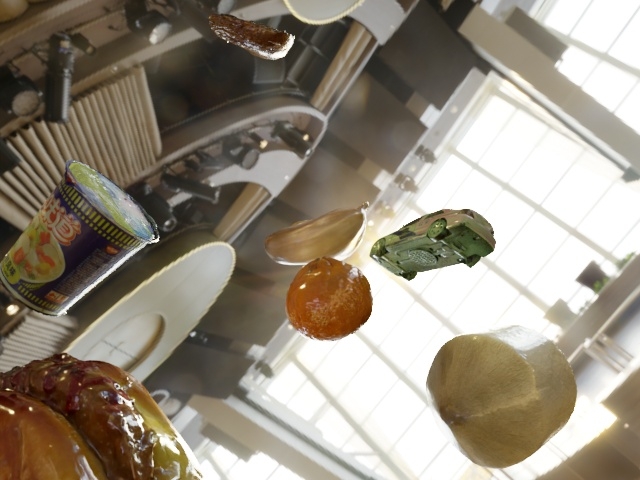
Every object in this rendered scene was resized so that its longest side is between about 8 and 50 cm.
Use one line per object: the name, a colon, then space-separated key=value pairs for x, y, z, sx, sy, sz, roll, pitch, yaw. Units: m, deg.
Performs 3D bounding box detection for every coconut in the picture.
coconut: x=0.309 y=0.271 z=1.009 sx=0.265 sy=0.237 sz=0.237 roll=-12 pitch=-41 yaw=-45

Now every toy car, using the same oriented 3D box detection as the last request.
toy car: x=0.177 y=0.003 z=0.920 sx=0.224 sy=0.090 sz=0.076 roll=-20 pitch=42 yaw=52

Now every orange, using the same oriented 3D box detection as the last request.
orange: x=0.010 y=0.086 z=0.841 sx=0.135 sy=0.117 sz=0.135 roll=-34 pitch=7 yaw=5

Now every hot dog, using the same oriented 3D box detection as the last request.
hot dog: x=-0.311 y=0.245 z=0.621 sx=0.405 sy=0.223 sz=0.185 roll=-18 pitch=-17 yaw=29

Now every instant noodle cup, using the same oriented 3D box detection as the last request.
instant noodle cup: x=-0.607 y=0.010 z=1.387 sx=0.312 sy=0.284 sz=0.284 roll=-45 pitch=-18 yaw=4

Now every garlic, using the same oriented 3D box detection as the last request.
garlic: x=0.000 y=0.000 z=1.187 sx=0.228 sy=0.110 sz=0.217 roll=-18 pitch=2 yaw=29

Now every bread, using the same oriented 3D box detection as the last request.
bread: x=-0.104 y=-0.306 z=0.861 sx=0.129 sy=0.126 sz=0.044 roll=-82 pitch=8 yaw=-75
